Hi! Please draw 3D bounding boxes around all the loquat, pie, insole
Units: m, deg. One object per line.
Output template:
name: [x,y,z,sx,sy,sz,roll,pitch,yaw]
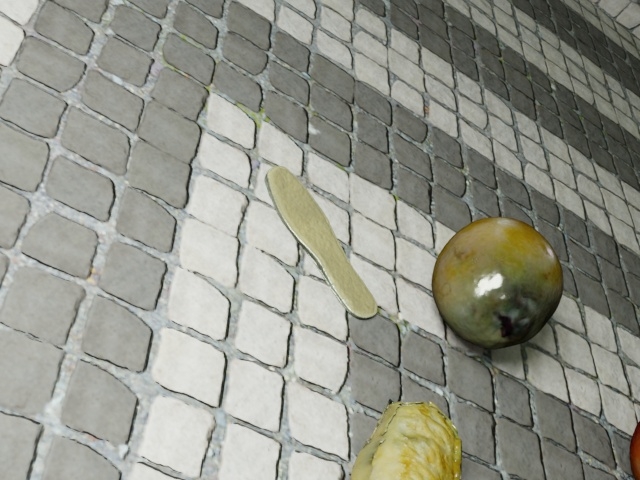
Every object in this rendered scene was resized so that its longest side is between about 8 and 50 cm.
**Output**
loquat: [0.248,0.059,1.223,0.179,0.179,0.227,50,33,5]
pie: [0.091,0.284,0.944,0.128,0.068,0.282,38,37,-7]
insole: [0.000,0.000,1.167,0.081,0.011,0.248,-18,70,-51]

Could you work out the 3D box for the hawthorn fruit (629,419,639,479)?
hawthorn fruit: [0.581,0.294,1.292,0.224,0.224,0.261,40,35,-8]
